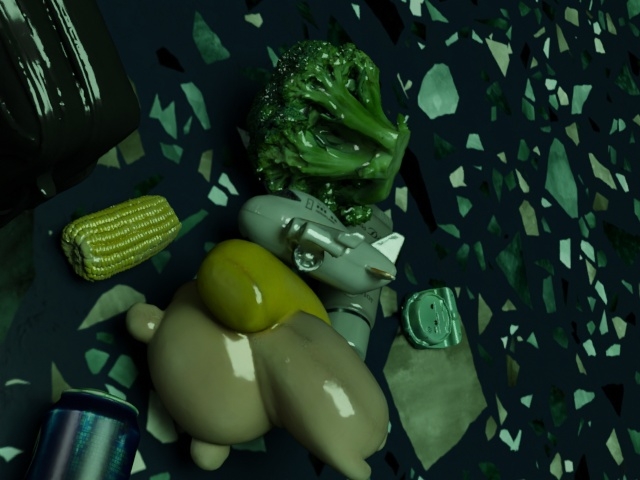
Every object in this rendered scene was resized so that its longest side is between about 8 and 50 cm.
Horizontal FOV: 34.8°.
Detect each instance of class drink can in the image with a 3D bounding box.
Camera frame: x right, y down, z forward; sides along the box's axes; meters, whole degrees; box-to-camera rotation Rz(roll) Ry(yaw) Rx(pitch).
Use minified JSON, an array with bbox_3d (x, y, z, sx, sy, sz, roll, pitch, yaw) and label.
[{"bbox_3d":[-0.278,0.278,1.164,0.118,0.118,0.205,32,57,-32],"label":"drink can"}]

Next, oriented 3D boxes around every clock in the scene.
[{"bbox_3d":[0.175,0.132,1.692,0.135,0.041,0.101,-4,80,-44],"label":"clock"}]

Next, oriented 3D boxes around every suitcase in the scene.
[{"bbox_3d":[-0.372,-0.182,1.062,0.188,0.345,0.339,-30,98,-50],"label":"suitcase"}]

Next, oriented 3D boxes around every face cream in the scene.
[{"bbox_3d":[0.047,0.052,1.580,0.143,0.089,0.314,36,44,-29],"label":"face cream"}]

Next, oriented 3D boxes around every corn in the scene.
[{"bbox_3d":[-0.254,-0.008,1.317,0.085,0.063,0.165,48,43,10],"label":"corn"}]

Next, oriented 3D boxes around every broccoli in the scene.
[{"bbox_3d":[0.022,-0.158,1.494,0.265,0.245,0.295,-48,151,-22],"label":"broccoli"}]

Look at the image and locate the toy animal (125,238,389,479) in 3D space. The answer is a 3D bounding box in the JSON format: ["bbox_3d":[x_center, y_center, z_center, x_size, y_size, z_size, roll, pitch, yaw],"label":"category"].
[{"bbox_3d":[-0.084,0.175,1.330,0.345,0.247,0.277,49,4,-3],"label":"toy animal"}]

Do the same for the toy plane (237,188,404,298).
[{"bbox_3d":[0.000,0.000,1.431,0.244,0.244,0.118,28,83,-34],"label":"toy plane"}]
